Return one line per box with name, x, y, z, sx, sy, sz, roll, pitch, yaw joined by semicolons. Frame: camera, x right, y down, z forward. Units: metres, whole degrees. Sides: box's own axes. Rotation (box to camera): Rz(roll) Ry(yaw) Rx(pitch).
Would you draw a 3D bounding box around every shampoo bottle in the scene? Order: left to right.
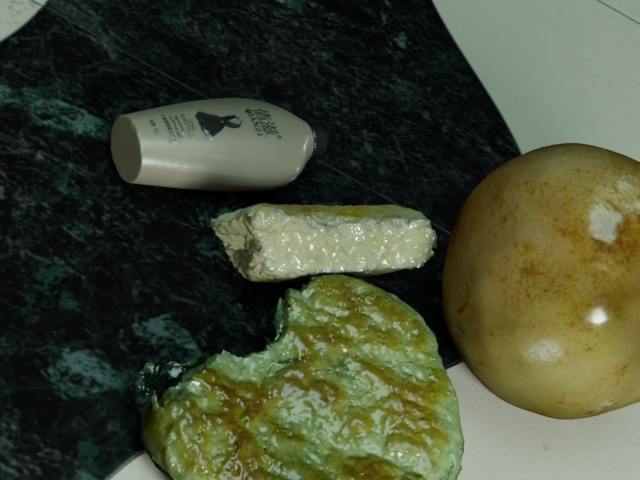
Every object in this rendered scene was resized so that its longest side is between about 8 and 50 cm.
shampoo bottle;-0.105;-0.108;1.815;0.257;0.078;0.127;-4;51;-35

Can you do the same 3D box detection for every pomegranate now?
pomegranate;0.283;0.045;1.713;0.319;0.319;0.319;16;43;-16

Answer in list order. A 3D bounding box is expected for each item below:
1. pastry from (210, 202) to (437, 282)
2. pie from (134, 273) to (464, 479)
pastry;0.005;-0.001;1.744;0.258;0.121;0.089;-4;85;-36
pie;0.002;0.176;1.603;0.296;0.078;0.371;45;44;16
